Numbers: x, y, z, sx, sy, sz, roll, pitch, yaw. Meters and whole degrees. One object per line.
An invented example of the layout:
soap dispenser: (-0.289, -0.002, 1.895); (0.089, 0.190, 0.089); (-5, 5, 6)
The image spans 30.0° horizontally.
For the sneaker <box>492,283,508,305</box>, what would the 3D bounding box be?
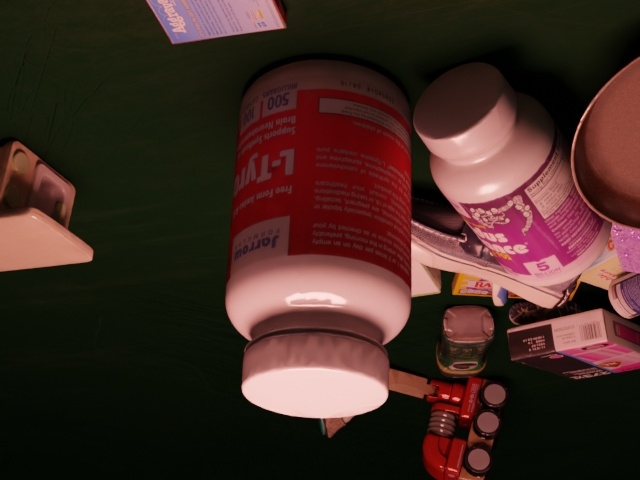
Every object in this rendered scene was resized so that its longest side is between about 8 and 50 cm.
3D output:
sneaker: (0.316, 0.047, 1.907); (0.084, 0.058, 0.152); (-1, 130, 8)

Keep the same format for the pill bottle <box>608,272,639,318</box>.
pill bottle: (0.504, 0.069, 1.818); (0.067, 0.067, 0.120); (20, 147, -30)

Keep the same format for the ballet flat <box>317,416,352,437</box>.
ballet flat: (0.032, 0.321, 2.448); (0.106, 0.107, 0.316); (-13, 152, 0)

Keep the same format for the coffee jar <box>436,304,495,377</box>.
coffee jar: (0.263, 0.188, 2.189); (0.096, 0.079, 0.184); (-1, 152, 0)

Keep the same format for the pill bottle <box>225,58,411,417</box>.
pill bottle: (0.000, 0.000, 1.484); (0.229, 0.408, 0.229); (2, 153, 1)

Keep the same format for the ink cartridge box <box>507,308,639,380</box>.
ink cartridge box: (0.491, 0.194, 2.129); (0.175, 0.069, 0.371); (-16, 161, 31)

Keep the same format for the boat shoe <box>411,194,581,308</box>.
boat shoe: (0.251, -0.030, 1.756); (0.340, 0.127, 0.158); (20, 124, -16)

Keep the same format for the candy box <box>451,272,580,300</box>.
candy box: (0.329, 0.064, 2.000); (0.206, 0.027, 0.105); (3, 149, -1)

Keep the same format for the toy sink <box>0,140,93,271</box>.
toy sink: (-0.450, -0.049, 1.729); (0.234, 0.131, 0.153); (-6, 152, 26)

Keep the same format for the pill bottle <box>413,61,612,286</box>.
pill bottle: (0.244, -0.085, 1.540); (0.169, 0.169, 0.301); (-15, 136, 31)

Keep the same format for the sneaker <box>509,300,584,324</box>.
sneaker: (0.398, 0.131, 2.110); (0.135, 0.052, 0.058); (4, 167, 1)

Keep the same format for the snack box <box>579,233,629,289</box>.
snack box: (0.578, 0.042, 1.900); (0.322, 0.060, 0.187); (18, 147, -27)

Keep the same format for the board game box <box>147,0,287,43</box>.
board game box: (-0.143, -0.315, 1.299); (0.145, 0.027, 0.281); (-6, 152, 13)

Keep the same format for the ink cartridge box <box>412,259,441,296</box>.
ink cartridge box: (0.079, 0.027, 1.918); (0.171, 0.056, 0.235); (-9, 148, 20)

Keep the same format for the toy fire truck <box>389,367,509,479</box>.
toy fire truck: (0.240, 0.362, 2.408); (0.246, 0.217, 0.158); (13, 154, 11)

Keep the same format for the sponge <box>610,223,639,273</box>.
sponge: (0.464, -0.024, 1.697); (0.117, 0.031, 0.210); (15, 145, 41)

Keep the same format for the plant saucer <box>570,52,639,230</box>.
plant saucer: (0.457, -0.141, 1.476); (0.310, 0.050, 0.311); (-4, 133, -4)
